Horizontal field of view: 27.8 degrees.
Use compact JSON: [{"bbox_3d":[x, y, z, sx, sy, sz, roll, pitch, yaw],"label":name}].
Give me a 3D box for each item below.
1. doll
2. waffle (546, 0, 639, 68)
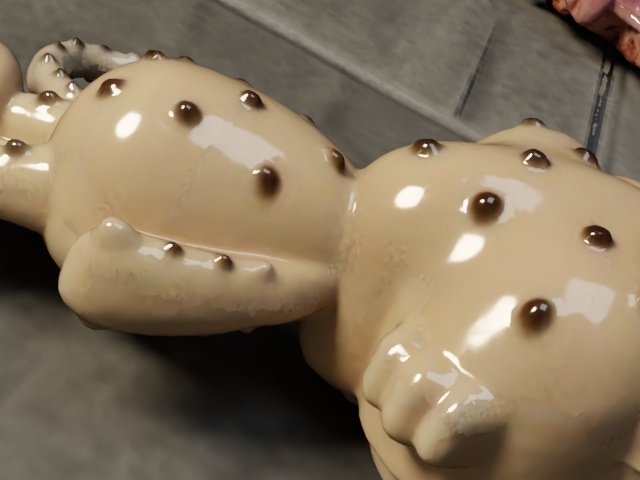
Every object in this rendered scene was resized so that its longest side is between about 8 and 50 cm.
[{"bbox_3d":[-0.001,0.001,0.432,0.278,0.119,0.154,22,35,5],"label":"doll"},{"bbox_3d":[0.201,-0.165,0.801,0.234,0.055,0.221,40,35,17],"label":"waffle"}]
